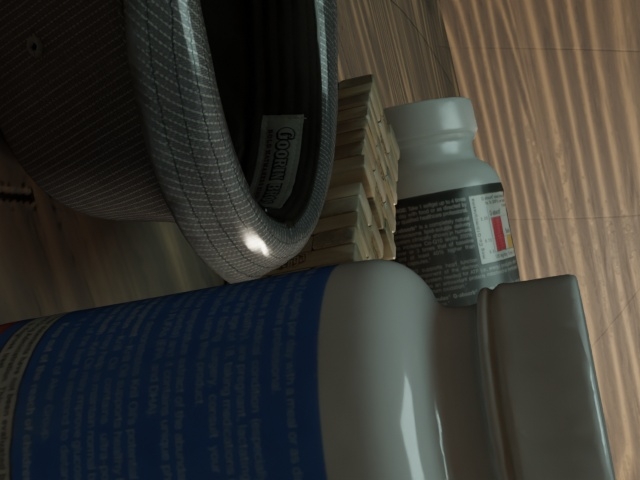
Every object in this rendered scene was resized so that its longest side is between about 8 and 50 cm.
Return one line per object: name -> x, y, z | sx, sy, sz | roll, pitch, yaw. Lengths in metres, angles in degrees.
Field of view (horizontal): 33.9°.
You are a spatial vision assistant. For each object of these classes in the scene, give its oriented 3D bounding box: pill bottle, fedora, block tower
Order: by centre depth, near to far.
pill bottle -> -0.015, 0.074, 0.363 | 0.124, 0.221, 0.124 | -11, 90, -76
fedora -> -0.074, -0.118, 0.472 | 0.244, 0.124, 0.275 | -33, 120, -73
block tower -> 0.000, 0.000, 0.750 | 0.335, 0.091, 0.097 | -82, 158, -53
pill bottle -> 0.108, 0.011, 1.022 | 0.162, 0.162, 0.278 | -7, 87, -76
